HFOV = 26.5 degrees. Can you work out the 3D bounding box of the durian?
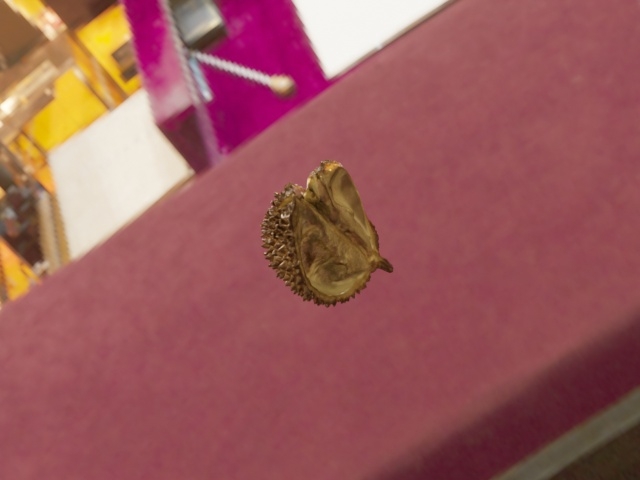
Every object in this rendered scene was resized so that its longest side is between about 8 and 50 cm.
[{"bbox_3d":[0.000,-0.003,1.069,0.071,0.140,0.110,10,75,44],"label":"durian"}]
